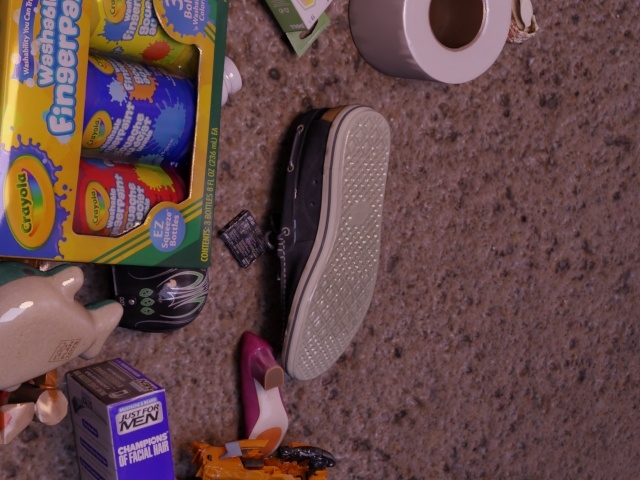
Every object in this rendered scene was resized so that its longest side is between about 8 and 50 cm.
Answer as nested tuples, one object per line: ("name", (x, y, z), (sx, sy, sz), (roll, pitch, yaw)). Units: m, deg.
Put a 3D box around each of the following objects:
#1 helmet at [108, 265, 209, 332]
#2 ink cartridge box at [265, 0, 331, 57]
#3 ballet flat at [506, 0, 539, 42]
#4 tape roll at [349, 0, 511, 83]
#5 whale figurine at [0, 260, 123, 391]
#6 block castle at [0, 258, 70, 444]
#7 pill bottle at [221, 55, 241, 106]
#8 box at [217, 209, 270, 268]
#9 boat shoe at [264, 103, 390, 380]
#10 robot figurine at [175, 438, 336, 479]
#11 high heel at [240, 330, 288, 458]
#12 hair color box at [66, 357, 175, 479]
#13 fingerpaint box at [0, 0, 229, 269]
("helmet", (-0.262, 0.073, 1.849), (0.162, 0.169, 0.169), (-6, 104, -15))
("ink cartridge box", (-0.036, -0.425, 1.910), (0.109, 0.062, 0.209), (-55, 129, -30))
("ballet flat", (0.362, -0.489, 2.168), (0.091, 0.077, 0.241), (-39, 118, -19))
("tape roll", (0.196, -0.408, 2.022), (0.246, 0.169, 0.246), (-8, 105, -32))
("whale figurine", (-0.402, 0.108, 1.564), (0.272, 0.141, 0.216), (4, 123, -58))
("block castle", (-0.596, 0.143, 1.614), (0.453, 0.213, 0.303), (0, 89, -40))
("pill bottle", (-0.209, -0.242, 1.847), (0.152, 0.086, 0.086), (-31, 116, -24))
("box", (-0.133, -0.003, 1.991), (0.067, 0.018, 0.083), (-43, 120, -18))
("boat shoe", (0.000, 0.000, 1.996), (0.187, 0.156, 0.500), (-3, 106, -47))
("robot figurine", (-0.114, 0.427, 2.035), (0.291, 0.085, 0.211), (7, 128, -35))
("high heel", (-0.118, 0.285, 2.057), (0.082, 0.117, 0.244), (-16, 130, -22))
("hair color box", (-0.319, 0.385, 1.858), (0.110, 0.185, 0.338), (-15, 109, -30))
("fingerpaint box", (-0.324, -0.188, 1.594), (0.371, 0.163, 0.444), (7, 87, -46))
